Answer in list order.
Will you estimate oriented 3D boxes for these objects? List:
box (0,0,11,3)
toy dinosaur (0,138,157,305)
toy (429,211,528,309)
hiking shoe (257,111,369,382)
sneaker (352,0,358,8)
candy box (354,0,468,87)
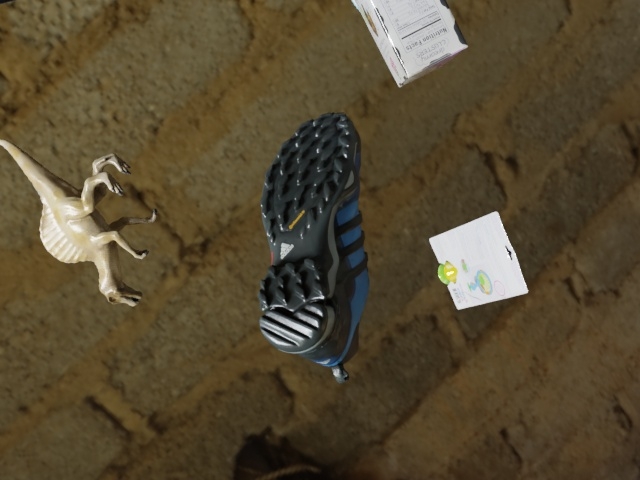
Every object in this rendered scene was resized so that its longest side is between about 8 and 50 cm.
[{"bbox_3d":[-0.429,-0.350,1.206,0.156,0.093,0.158,-20,47,-19],"label":"box"},{"bbox_3d":[-0.196,-0.028,0.821,0.092,0.183,0.053,-36,2,16],"label":"toy dinosaur"},{"bbox_3d":[0.276,0.033,1.693,0.056,0.137,0.237,-20,-3,-26],"label":"toy"},{"bbox_3d":[0.000,0.000,1.160,0.113,0.132,0.304,-4,63,27],"label":"hiking shoe"},{"bbox_3d":[0.091,-0.438,1.662,0.087,0.092,0.228,-30,69,-32],"label":"sneaker"},{"bbox_3d":[0.073,-0.265,1.056,0.070,0.196,0.165,-27,5,3],"label":"candy box"}]
